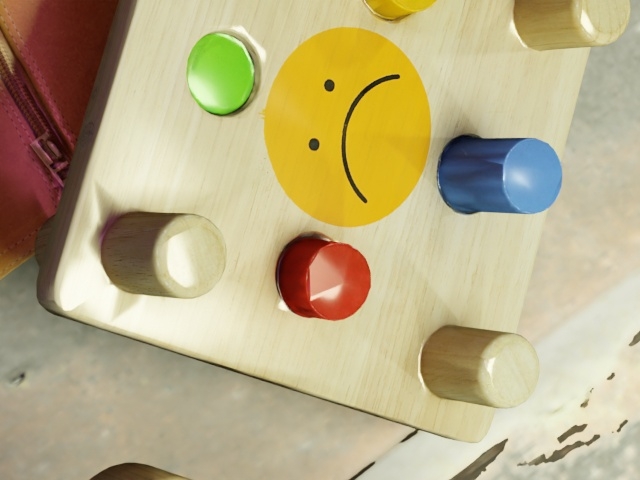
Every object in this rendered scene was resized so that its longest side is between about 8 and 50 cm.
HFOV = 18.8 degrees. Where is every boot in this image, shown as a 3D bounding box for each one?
[{"bbox_3d":[-0.112,-0.131,0.965,0.295,0.104,0.211,-40,96,-5],"label":"boot"}]

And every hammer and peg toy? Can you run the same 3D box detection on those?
[{"bbox_3d":[0.000,0.000,0.914,0.266,0.127,0.361,19,81,-32],"label":"hammer and peg toy"}]
